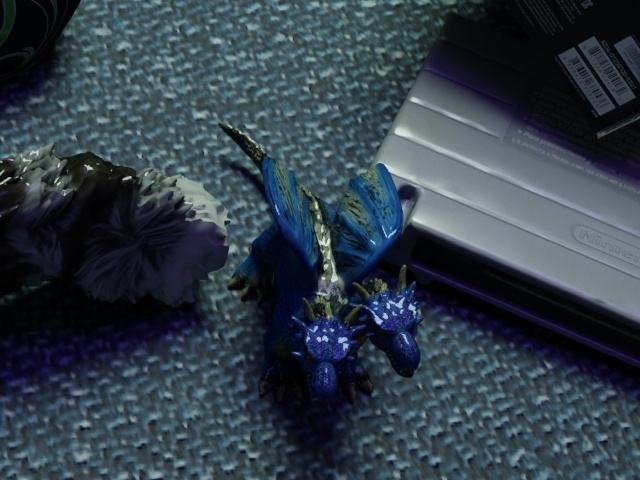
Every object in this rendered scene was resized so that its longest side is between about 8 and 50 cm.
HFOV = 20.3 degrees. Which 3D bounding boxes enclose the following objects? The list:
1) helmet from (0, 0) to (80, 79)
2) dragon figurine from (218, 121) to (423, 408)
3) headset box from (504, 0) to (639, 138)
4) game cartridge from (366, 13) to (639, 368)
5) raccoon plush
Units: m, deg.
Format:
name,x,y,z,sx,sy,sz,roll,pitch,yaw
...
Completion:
name,x,y,z,sx,sy,sz,roll,pitch,yaw
helmet,-0.234,-0.201,1.185,0.169,0.161,0.169,8,47,-9
dragon figurine,0.000,0.000,1.085,0.085,0.144,0.289,3,48,-14
headset box,0.209,-0.253,1.249,0.246,0.131,0.283,54,34,-12
game cartridge,0.214,-0.014,1.222,0.355,0.068,0.230,24,43,5
raccoon plush,-0.314,-0.047,1.067,0.446,0.216,0.299,15,23,-45
